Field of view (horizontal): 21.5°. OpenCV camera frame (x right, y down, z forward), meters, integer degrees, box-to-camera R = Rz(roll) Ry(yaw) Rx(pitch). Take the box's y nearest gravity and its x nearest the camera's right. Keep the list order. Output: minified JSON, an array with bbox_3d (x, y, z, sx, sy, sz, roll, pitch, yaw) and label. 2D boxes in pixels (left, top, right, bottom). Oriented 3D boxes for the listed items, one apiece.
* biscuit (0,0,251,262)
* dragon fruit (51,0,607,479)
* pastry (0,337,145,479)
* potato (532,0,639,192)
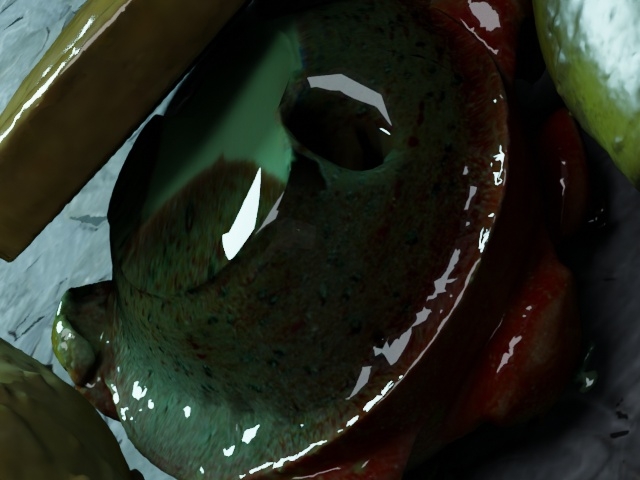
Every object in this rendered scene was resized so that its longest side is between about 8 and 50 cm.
[{"bbox_3d":[-0.063,-0.140,0.884,0.365,0.062,0.385,-47,7,7],"label":"biscuit"},{"bbox_3d":[0.000,0.000,0.746,0.268,0.130,0.295,-46,29,24],"label":"dragon fruit"},{"bbox_3d":[-0.169,0.194,0.715,0.284,0.184,0.315,-37,38,35],"label":"pastry"},{"bbox_3d":[0.154,-0.100,0.661,0.149,0.113,0.251,-36,35,23],"label":"potato"}]
